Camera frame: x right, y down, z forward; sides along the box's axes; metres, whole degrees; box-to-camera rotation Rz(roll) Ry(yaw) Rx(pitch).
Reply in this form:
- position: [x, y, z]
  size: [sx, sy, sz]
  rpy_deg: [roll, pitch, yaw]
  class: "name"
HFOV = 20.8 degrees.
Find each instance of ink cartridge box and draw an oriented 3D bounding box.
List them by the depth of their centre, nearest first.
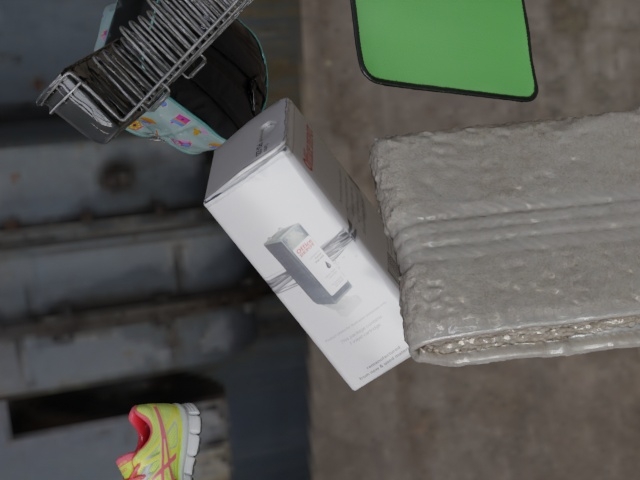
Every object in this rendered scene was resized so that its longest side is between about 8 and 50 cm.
- position: [0.000, 0.000, 1.514]
  size: [0.218, 0.092, 0.158]
  rpy_deg: [53, -168, -16]
  class: "ink cartridge box"

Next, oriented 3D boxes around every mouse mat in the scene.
- position: [0.076, -0.186, 1.165]
  size: [0.007, 0.152, 0.190]
  rpy_deg: [-26, 66, 52]
  class: "mouse mat"

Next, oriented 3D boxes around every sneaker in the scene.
- position: [-0.199, 0.286, 2.045]
  size: [0.081, 0.094, 0.209]
  rpy_deg: [-40, 42, 51]
  class: "sneaker"

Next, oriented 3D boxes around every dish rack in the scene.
- position: [-0.095, -0.192, 1.404]
  size: [0.074, 0.208, 0.271]
  rpy_deg: [45, 103, -7]
  class: "dish rack"

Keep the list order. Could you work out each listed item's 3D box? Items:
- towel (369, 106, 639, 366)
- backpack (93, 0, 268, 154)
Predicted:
- position: [0.183, -0.010, 1.213]
  size: [0.049, 0.282, 0.187]
  rpy_deg: [93, 169, -52]
  class: "towel"
- position: [-0.149, -0.180, 1.851]
  size: [0.144, 0.188, 0.166]
  rpy_deg: [-19, 51, 41]
  class: "backpack"
